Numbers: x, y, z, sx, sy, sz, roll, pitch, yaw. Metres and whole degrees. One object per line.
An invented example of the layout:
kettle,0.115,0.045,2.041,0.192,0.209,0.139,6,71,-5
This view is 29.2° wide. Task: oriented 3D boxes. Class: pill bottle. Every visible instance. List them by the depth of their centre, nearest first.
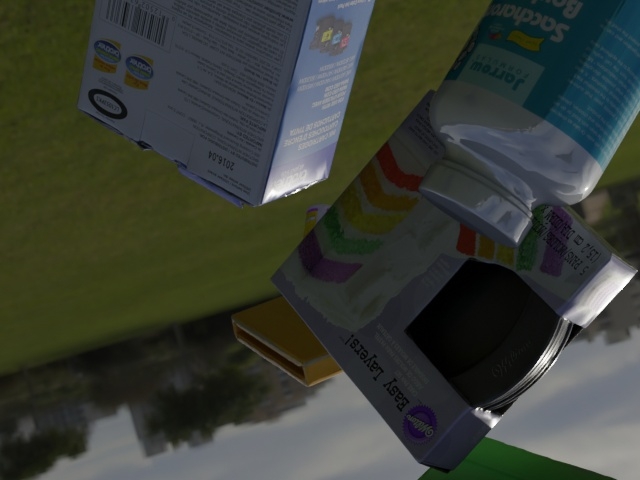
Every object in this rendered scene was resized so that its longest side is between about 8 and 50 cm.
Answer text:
pill bottle,0.182,-0.129,0.963,0.264,0.146,0.146,-59,179,-4
pill bottle,0.000,0.000,1.503,0.043,0.083,0.043,6,156,3

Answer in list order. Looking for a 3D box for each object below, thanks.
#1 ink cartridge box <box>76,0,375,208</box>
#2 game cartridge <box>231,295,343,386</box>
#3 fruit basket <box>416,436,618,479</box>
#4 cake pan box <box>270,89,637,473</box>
ink cartridge box,-0.101,-0.219,1.305,0.270,0.395,0.151,29,-152,24
game cartridge,0.056,0.122,1.966,0.324,0.052,0.285,-17,-162,-22
fruit basket,0.252,0.357,1.114,0.392,0.392,0.283,-14,-168,-31
cake pan box,0.111,0.035,1.096,0.246,0.267,0.070,-50,143,14
